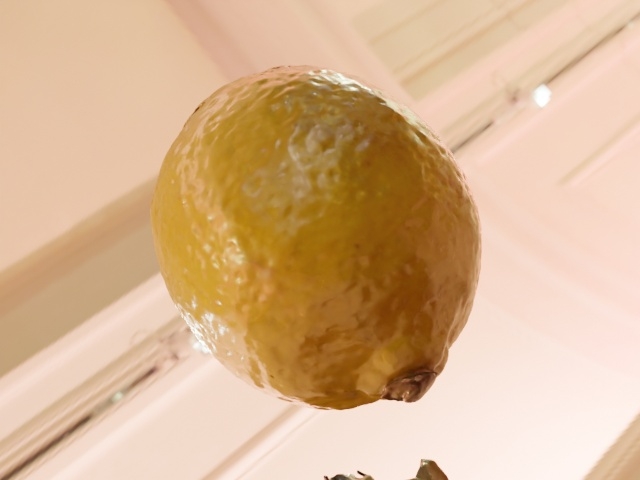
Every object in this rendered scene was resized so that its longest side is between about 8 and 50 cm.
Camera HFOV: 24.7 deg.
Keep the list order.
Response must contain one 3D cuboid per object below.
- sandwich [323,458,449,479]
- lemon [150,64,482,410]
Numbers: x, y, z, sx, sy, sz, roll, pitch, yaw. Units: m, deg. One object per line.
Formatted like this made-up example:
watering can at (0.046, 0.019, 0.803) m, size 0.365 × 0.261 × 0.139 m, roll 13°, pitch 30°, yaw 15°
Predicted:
sandwich at (0.040, 0.238, 0.710) m, size 0.128 × 0.236 × 0.122 m, roll 19°, pitch -164°, yaw 28°
lemon at (0.000, 0.000, 0.496) m, size 0.109 × 0.109 × 0.133 m, roll -9°, pitch -130°, yaw -38°
